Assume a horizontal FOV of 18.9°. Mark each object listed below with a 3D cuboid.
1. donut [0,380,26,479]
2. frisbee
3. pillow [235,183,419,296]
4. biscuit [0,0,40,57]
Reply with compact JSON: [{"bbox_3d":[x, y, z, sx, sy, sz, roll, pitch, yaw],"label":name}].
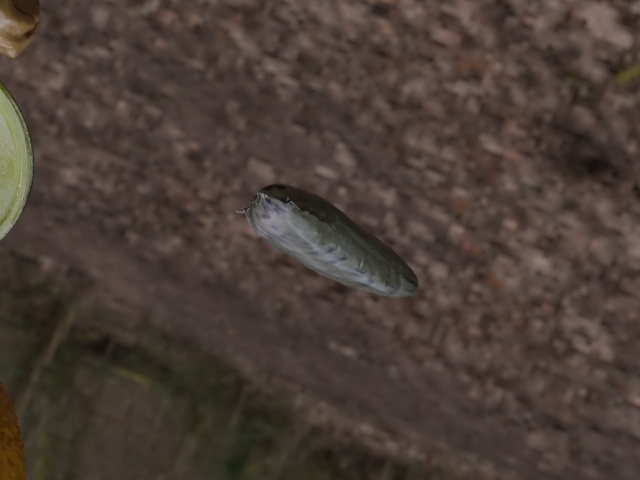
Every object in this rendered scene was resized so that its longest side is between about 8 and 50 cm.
[{"bbox_3d":[-0.356,0.208,1.571,0.303,0.303,0.110,20,-177,44],"label":"donut"},{"bbox_3d":[-0.409,-0.092,2.026,0.236,0.236,0.017,21,-159,10],"label":"frisbee"},{"bbox_3d":[-0.001,0.000,1.679,0.093,0.051,0.241,4,164,34],"label":"pillow"},{"bbox_3d":[-0.269,-0.225,0.941,0.376,0.051,0.269,43,-169,9],"label":"biscuit"}]
